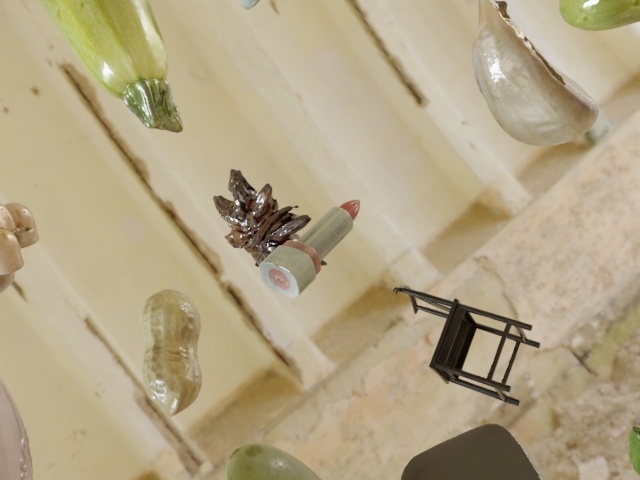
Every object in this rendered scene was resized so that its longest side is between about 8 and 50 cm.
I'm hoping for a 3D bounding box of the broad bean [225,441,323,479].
[{"bbox_3d":[-0.043,0.409,1.333,0.189,0.263,0.121,5,-68,-54],"label":"broad bean"}]

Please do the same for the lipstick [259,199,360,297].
[{"bbox_3d":[0.000,0.001,1.185,0.186,0.063,0.057,-43,-43,-37],"label":"lipstick"}]

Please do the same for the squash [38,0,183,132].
[{"bbox_3d":[-0.232,-0.244,0.989,0.137,0.287,0.137,-25,-30,-15],"label":"squash"}]

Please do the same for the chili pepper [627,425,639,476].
[{"bbox_3d":[0.607,0.384,1.579,0.099,0.083,0.253,-21,-37,16],"label":"chili pepper"}]

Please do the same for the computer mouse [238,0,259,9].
[{"bbox_3d":[-0.077,-0.402,1.239,0.056,0.089,0.181,20,-34,-33],"label":"computer mouse"}]

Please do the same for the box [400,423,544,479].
[{"bbox_3d":[0.231,0.379,1.280,0.201,0.212,0.042,-20,-42,-14],"label":"box"}]

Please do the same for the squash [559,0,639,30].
[{"bbox_3d":[0.549,-0.452,1.596,0.247,0.133,0.132,-13,13,38],"label":"squash"}]

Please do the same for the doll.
[{"bbox_3d":[-0.502,0.009,1.131,0.278,0.119,0.154,-2,24,11],"label":"doll"}]

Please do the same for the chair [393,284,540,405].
[{"bbox_3d":[0.250,0.186,1.602,0.141,0.260,0.154,-67,-26,-13],"label":"chair"}]

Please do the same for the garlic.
[{"bbox_3d":[0.346,-0.285,1.518,0.151,0.338,0.196,-31,36,37],"label":"garlic"}]

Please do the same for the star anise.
[{"bbox_3d":[-0.116,-0.005,1.663,0.102,0.272,0.272,-46,-2,-36],"label":"star anise"}]

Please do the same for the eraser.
[{"bbox_3d":[-0.483,0.319,1.359,0.059,0.243,0.204,-9,10,-15],"label":"eraser"}]

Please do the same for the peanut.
[{"bbox_3d":[-0.289,0.210,1.712,0.120,0.298,0.136,5,-46,-18],"label":"peanut"}]
